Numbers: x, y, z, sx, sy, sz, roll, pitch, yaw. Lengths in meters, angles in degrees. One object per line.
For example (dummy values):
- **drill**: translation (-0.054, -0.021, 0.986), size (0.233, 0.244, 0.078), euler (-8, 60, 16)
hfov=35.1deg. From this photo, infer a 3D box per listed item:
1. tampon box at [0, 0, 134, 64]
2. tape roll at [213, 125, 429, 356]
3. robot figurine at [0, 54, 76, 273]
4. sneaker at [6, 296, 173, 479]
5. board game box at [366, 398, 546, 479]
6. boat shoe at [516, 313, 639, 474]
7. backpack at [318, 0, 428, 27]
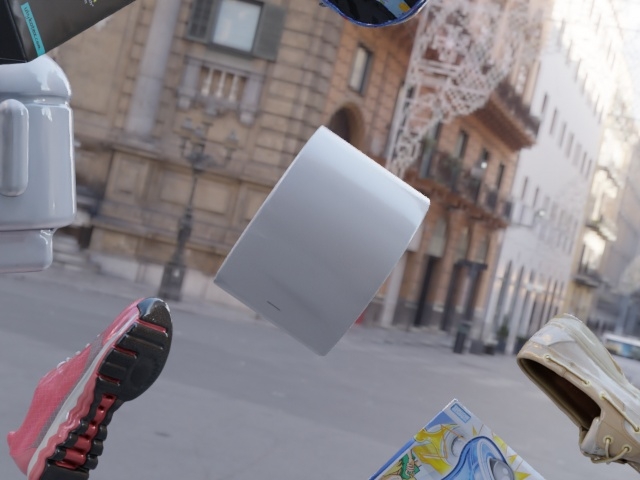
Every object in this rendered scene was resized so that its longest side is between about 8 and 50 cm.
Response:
- **tampon box**: translation (-0.184, -0.187, 0.609), size (0.101, 0.120, 0.161), euler (2, 31, 26)
- **tape roll**: translation (0.000, 0.000, 1.272), size (0.169, 0.246, 0.246), euler (36, -2, -2)
- **robot figurine**: translation (-0.455, -0.131, 1.449), size (0.200, 0.353, 0.300), euler (-3, 4, -26)
- **sneaker**: translation (-0.336, 0.197, 1.417), size (0.136, 0.313, 0.116), euler (29, -8, 34)
- **board game box**: translation (0.141, 0.250, 0.864), size (0.201, 0.136, 0.035), euler (41, -21, 26)
- **boat shoe**: translation (0.208, 0.133, 0.730), size (0.170, 0.059, 0.063), euler (49, -24, 23)
- **backpack**: translation (0.055, -0.292, 1.012), size (0.173, 0.158, 0.117), euler (43, 11, 18)
